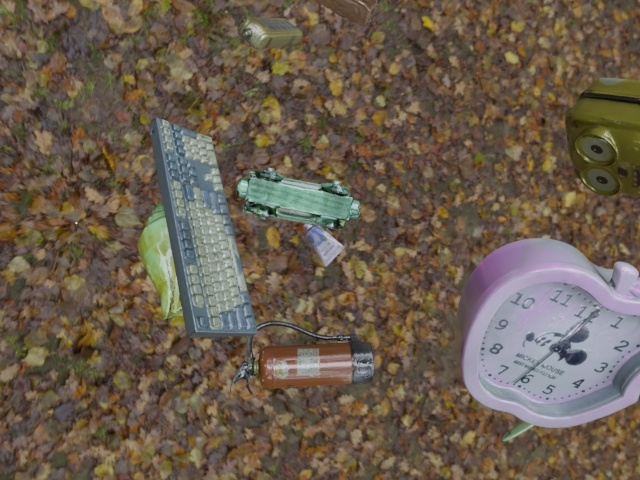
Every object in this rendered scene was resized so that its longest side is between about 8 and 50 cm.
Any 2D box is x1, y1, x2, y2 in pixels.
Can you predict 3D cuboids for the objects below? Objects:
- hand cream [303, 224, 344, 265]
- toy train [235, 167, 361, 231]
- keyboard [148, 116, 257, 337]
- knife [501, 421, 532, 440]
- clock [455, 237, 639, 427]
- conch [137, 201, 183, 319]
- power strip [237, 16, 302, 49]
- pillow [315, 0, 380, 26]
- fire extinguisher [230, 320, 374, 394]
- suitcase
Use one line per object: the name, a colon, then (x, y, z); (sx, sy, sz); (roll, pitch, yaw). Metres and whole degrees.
hand cream: (0.000, 0.000, 1.569); (0.084, 0.053, 0.142); (-47, 69, 17)
toy train: (-0.054, -0.098, 1.252); (0.301, 0.202, 0.120); (10, 93, -7)
keyboard: (-0.087, -0.013, 0.378); (0.055, 0.014, 0.176); (12, 52, -47)
knife: (0.592, 0.441, 1.327); (0.293, 0.043, 0.020); (-39, 88, 13)
clock: (0.384, 0.148, 0.831); (0.339, 0.102, 0.338); (2, 121, 4)
conch: (-0.229, 0.021, 0.793); (0.095, 0.080, 0.200); (-7, 72, -44)
power strip: (-0.152, -0.638, 1.570); (0.092, 0.387, 0.066); (39, 119, -1)
pillow: (0.018, -0.306, 0.561); (0.126, 0.232, 0.043); (29, 91, -4)
fire extinguisher: (-0.053, 0.317, 1.395); (0.376, 0.200, 0.113); (-3, 121, -6)
suitcase: (0.559, -0.171, 0.914); (0.143, 0.235, 0.194); (-47, 131, -11)
